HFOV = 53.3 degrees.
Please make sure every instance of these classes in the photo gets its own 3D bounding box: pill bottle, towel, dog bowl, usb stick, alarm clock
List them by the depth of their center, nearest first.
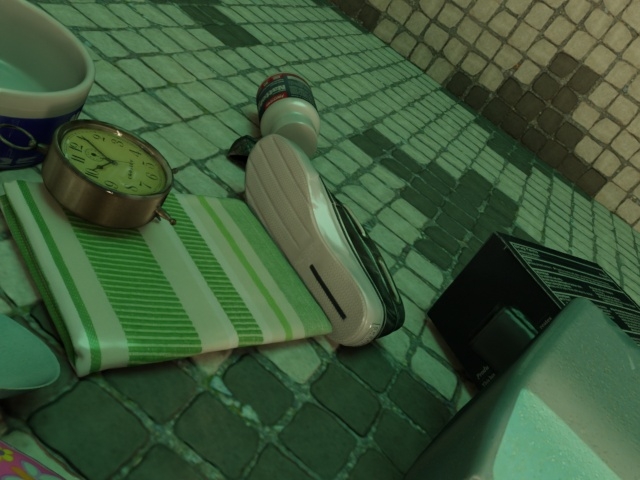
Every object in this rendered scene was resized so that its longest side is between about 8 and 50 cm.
[{"bbox_3d":[-0.244,-0.076,0.676,0.192,0.064,0.129,25,30,-27],"label":"alarm clock"},{"bbox_3d":[0.283,0.186,0.712,0.278,0.077,0.045,47,15,21],"label":"usb stick"},{"bbox_3d":[-0.161,0.030,0.719,0.324,0.038,0.248,0,44,-49],"label":"towel"},{"bbox_3d":[-0.407,-0.203,0.734,0.264,0.104,0.265,27,29,-16],"label":"dog bowl"},{"bbox_3d":[-0.056,-0.217,1.134,0.107,0.108,0.180,21,31,-25],"label":"pill bottle"}]

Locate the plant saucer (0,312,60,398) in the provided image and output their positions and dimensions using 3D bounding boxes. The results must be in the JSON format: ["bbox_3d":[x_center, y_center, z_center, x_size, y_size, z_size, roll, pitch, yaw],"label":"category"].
[{"bbox_3d":[-0.287,0.072,0.457,0.194,0.038,0.195,28,-3,2],"label":"plant saucer"}]

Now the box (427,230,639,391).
[{"bbox_3d":[0.363,0.167,0.918,0.296,0.183,0.294,14,33,-37],"label":"box"}]

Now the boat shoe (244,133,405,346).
[{"bbox_3d":[0.000,0.000,0.881,0.119,0.121,0.335,9,48,-52],"label":"boat shoe"}]

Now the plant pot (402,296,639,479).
[{"bbox_3d":[0.211,0.250,0.588,0.252,0.248,0.247,-20,59,-46],"label":"plant pot"}]

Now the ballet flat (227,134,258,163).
[{"bbox_3d":[-0.071,-0.104,1.025,0.173,0.057,0.049,36,68,3],"label":"ballet flat"}]

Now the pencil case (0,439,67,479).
[{"bbox_3d":[-0.186,0.181,0.369,0.284,0.124,0.124,29,28,-9],"label":"pencil case"}]
